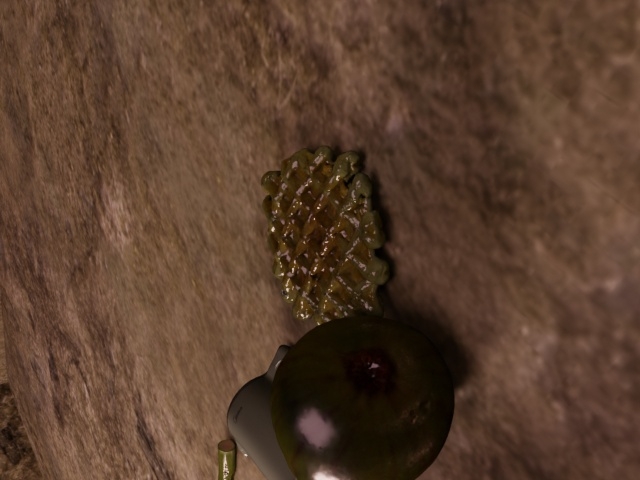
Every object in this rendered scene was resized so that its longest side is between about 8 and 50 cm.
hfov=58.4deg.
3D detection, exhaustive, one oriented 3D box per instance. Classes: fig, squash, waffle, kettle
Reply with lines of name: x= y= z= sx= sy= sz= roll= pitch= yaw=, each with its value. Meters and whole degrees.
fig: x=0.028 y=0.180 z=0.524 sx=0.151 sy=0.151 sz=0.259 roll=47 pitch=149 yaw=33
squash: x=-0.143 y=0.345 z=0.874 sx=0.027 sy=0.028 sz=0.083 roll=30 pitch=125 yaw=44
waffle: x=0.000 y=0.000 z=0.566 sx=0.169 sy=0.036 sz=0.183 roll=-8 pitch=96 yaw=51
kettle: x=-0.032 y=0.209 z=0.630 sx=0.148 sy=0.098 sz=0.126 roll=29 pitch=129 yaw=48
